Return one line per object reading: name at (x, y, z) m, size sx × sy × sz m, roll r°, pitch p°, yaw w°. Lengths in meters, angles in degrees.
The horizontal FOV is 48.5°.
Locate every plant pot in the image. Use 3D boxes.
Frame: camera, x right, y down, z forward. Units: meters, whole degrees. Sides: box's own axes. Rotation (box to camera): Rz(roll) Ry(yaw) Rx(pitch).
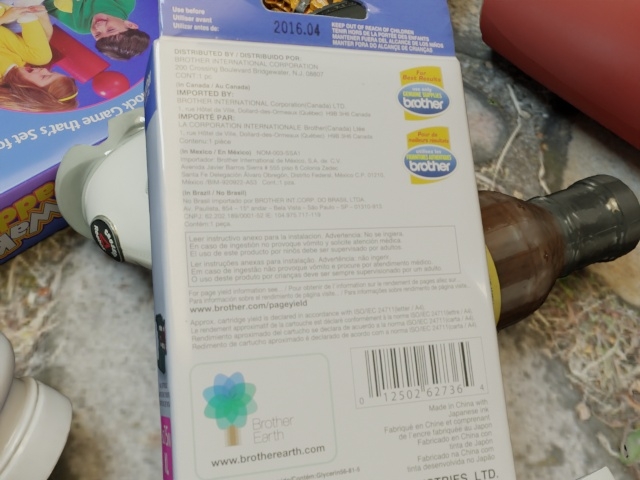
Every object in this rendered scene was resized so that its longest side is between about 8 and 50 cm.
plant pot at (0.297, -0.224, 0.642) m, size 0.243 × 0.275 × 0.275 m, roll 31°, pitch 57°, yaw 17°

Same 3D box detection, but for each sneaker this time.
sneaker at (-0.011, -0.072, 0.523) m, size 0.330 × 0.122 × 0.146 m, roll -37°, pitch 45°, yaw -25°

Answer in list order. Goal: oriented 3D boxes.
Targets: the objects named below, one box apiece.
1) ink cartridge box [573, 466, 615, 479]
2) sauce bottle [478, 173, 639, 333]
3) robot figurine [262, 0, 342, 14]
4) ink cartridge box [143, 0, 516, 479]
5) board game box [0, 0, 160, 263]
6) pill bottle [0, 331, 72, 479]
ink cartridge box at (0.136, 0.194, 0.386) m, size 0.060 × 0.180 × 0.104 m, roll -17°, pitch 65°, yaw -21°
sauce bottle at (0.087, 0.028, 0.516) m, size 0.344 × 0.111 × 0.111 m, roll -16°, pitch 64°, yaw -20°
robot figurine at (0.030, -0.272, 0.700) m, size 0.211 × 0.085 × 0.291 m, roll 36°, pitch 58°, yaw 11°
ink cartridge box at (0.000, 0.000, 0.401) m, size 0.185 × 0.065 × 0.311 m, roll -2°, pitch 82°, yaw -20°
board game box at (-0.265, -0.108, 0.537) m, size 0.347 × 0.078 × 0.233 m, roll -36°, pitch 73°, yaw -28°
pill bottle at (-0.236, 0.075, 0.376) m, size 0.193 × 0.108 × 0.108 m, roll 40°, pitch 51°, yaw -30°
